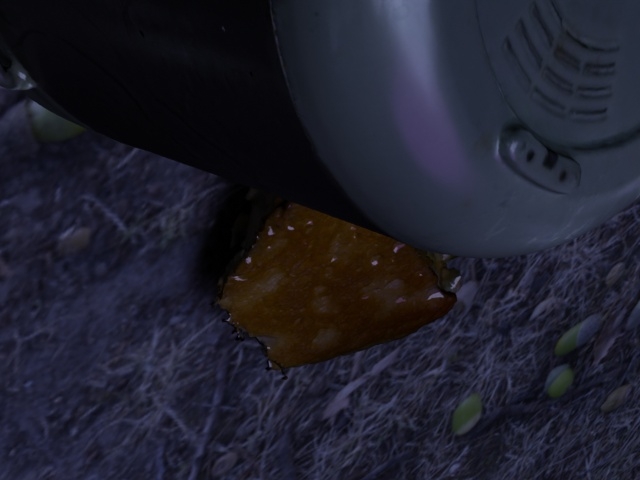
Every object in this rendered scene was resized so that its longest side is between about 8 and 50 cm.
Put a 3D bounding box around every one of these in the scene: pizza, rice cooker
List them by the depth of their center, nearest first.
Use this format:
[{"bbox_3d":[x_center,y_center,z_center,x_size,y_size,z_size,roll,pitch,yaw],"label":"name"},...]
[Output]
[{"bbox_3d":[0.013,-0.150,0.585,0.288,0.277,0.288,-21,120,-41],"label":"rice cooker"},{"bbox_3d":[0.000,0.000,0.908,0.147,0.069,0.226,-30,144,10],"label":"pizza"}]
